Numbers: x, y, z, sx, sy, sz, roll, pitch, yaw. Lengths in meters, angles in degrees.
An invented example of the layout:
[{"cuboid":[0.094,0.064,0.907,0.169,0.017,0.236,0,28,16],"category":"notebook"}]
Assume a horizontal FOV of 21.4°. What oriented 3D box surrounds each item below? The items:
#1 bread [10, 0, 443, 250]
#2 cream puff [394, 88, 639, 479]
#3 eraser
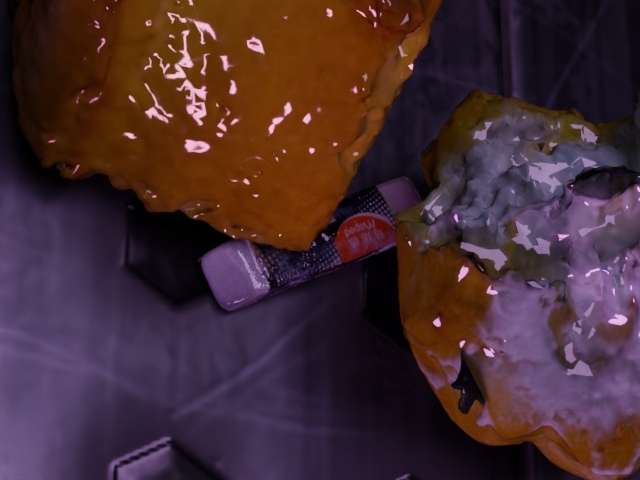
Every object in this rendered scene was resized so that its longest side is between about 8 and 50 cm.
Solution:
[{"cuboid":[-0.013,-0.141,0.628,0.160,0.147,0.261,30,55,-11],"category":"bread"},{"cuboid":[0.102,0.009,0.640,0.156,0.156,0.121,-49,137,-35],"category":"cream puff"},{"cuboid":[0.000,0.000,0.653,0.099,0.019,0.027,-20,80,-35],"category":"eraser"}]
